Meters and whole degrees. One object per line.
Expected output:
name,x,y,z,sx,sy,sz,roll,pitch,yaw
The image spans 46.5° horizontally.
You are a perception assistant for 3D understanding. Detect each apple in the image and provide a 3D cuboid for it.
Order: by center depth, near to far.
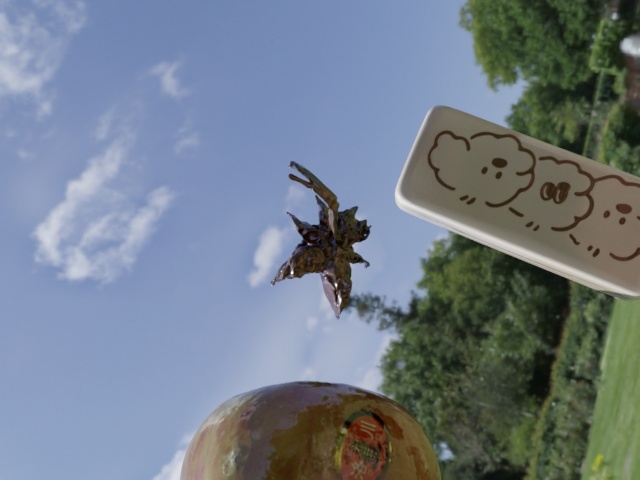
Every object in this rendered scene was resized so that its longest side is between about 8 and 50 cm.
apple,-0.014,0.391,1.107,0.400,0.400,0.334,62,-149,-61

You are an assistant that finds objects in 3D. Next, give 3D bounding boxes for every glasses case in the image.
glasses case,0.270,-0.048,0.945,0.076,0.336,0.144,43,-111,-80

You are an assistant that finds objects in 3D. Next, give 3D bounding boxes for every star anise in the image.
star anise,-0.004,-0.007,1.492,0.148,0.237,0.347,-122,15,-58
